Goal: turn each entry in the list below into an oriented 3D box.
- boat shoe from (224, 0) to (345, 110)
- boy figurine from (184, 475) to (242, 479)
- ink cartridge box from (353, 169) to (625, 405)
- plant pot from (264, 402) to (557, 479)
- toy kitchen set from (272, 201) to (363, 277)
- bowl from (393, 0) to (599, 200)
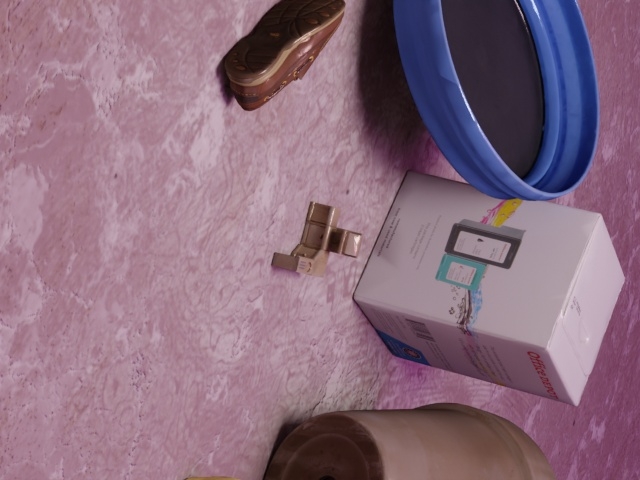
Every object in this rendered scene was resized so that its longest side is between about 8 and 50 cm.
[{"bbox_3d":[-0.036,-0.200,1.735,0.178,0.064,0.060,-45,146,-35],"label":"boat shoe"},{"bbox_3d":[-0.148,0.389,1.776,0.177,0.092,0.285,27,78,-63],"label":"boy figurine"},{"bbox_3d":[0.223,0.062,2.131,0.197,0.270,0.198,-66,152,-19],"label":"ink cartridge box"},{"bbox_3d":[0.089,0.334,2.014,0.280,0.323,0.323,26,80,-47],"label":"plant pot"},{"bbox_3d":[0.000,0.000,1.892,0.075,0.068,0.083,14,90,-63],"label":"toy kitchen set"},{"bbox_3d":[0.218,-0.234,2.029,0.391,0.077,0.391,26,57,-49],"label":"bowl"}]
